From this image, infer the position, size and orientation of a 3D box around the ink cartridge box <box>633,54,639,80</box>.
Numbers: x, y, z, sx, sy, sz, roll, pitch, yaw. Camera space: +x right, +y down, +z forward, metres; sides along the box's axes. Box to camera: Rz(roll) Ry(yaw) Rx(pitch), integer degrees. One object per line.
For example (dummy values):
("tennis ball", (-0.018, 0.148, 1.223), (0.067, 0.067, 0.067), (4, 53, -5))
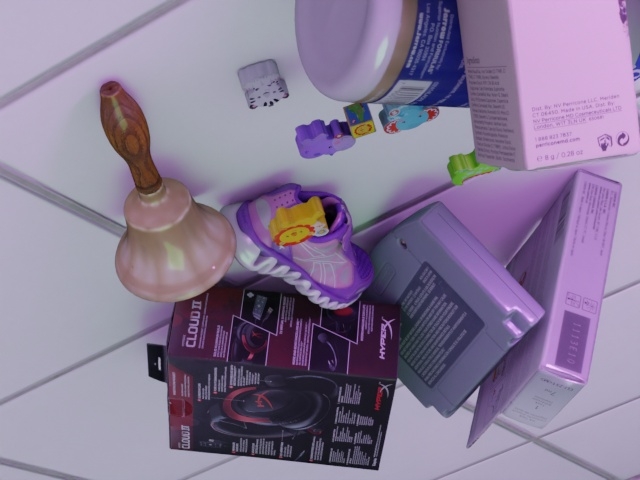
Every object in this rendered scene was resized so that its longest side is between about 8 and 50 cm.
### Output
("ink cartridge box", (0.312, -0.212, 1.313), (0.097, 0.046, 0.207), (15, 141, -43))

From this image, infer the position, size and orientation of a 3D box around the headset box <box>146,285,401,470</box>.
("headset box", (-0.061, 0.163, 1.666), (0.293, 0.110, 0.218), (5, 142, 0))

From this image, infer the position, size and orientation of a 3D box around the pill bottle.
("pill bottle", (0.125, -0.184, 1.150), (0.265, 0.153, 0.153), (0, 150, -28))

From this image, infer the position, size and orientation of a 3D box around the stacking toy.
("stacking toy", (0.043, -0.102, 1.248), (0.221, 0.167, 0.052), (-18, 153, 3))

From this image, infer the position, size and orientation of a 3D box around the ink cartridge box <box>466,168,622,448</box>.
("ink cartridge box", (0.258, 0.091, 1.628), (0.060, 0.275, 0.239), (19, 147, -3))

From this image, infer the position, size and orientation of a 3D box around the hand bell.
("hand bell", (-0.166, -0.061, 1.323), (0.126, 0.126, 0.242), (-15, 140, 0))

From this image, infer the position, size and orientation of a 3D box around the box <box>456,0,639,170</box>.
("box", (0.154, -0.192, 1.007), (0.094, 0.275, 0.113), (-9, -170, -12))

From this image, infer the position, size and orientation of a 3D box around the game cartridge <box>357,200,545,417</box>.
("game cartridge", (0.132, 0.079, 1.618), (0.060, 0.196, 0.294), (-41, 170, -29))

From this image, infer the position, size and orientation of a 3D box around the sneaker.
("sneaker", (0.000, 0.000, 1.515), (0.104, 0.095, 0.236), (-36, 147, 21))
